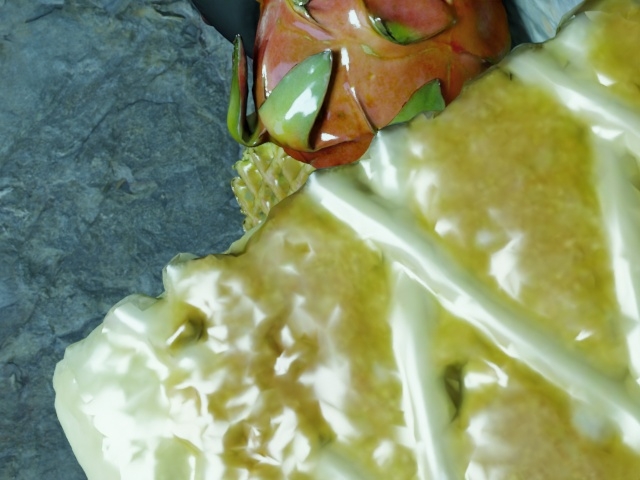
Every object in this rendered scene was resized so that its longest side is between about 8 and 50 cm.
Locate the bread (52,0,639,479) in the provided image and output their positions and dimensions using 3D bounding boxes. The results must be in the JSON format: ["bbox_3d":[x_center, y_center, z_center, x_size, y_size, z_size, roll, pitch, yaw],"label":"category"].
[{"bbox_3d":[0.136,0.134,0.616,0.390,0.371,0.279,58,-176,14],"label":"bread"}]

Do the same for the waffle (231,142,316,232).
[{"bbox_3d":[0.000,0.000,1.225,0.237,0.058,0.243,16,124,58],"label":"waffle"}]

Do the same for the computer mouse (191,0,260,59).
[{"bbox_3d":[-0.091,-0.270,1.270,0.269,0.100,0.170,74,171,-67],"label":"computer mouse"}]

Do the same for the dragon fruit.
[{"bbox_3d":[0.042,-0.158,1.041,0.224,0.224,0.227,-125,33,-58],"label":"dragon fruit"}]
